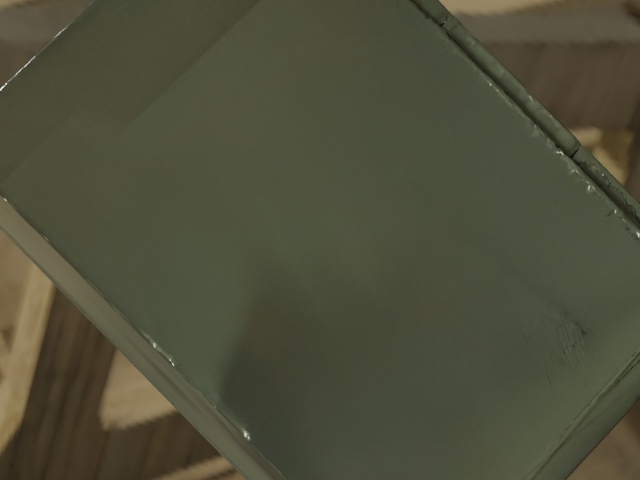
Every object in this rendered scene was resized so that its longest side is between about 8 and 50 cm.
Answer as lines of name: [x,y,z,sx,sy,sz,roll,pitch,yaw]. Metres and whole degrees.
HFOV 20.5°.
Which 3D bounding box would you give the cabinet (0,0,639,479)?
cabinet: [0.000,0.000,0.610,0.206,0.150,0.145,45,169,-2]
